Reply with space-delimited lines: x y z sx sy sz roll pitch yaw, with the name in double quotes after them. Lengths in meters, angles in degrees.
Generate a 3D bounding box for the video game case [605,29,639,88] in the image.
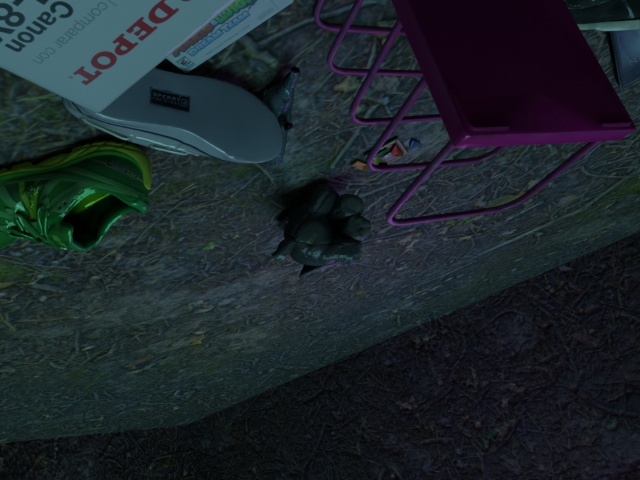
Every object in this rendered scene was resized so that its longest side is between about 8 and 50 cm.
0.549 -0.353 0.855 0.196 0.026 0.274 -29 154 24 "video game case"

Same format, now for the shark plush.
-0.047 -0.173 0.753 0.073 0.067 0.161 -2 152 -34 "shark plush"

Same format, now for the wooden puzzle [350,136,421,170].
0.119 -0.153 0.992 0.116 0.014 0.078 -29 155 23 "wooden puzzle"

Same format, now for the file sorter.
0.132 -0.183 0.589 0.202 0.290 0.182 -7 158 -25 "file sorter"

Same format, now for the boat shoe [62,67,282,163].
-0.175 -0.148 0.680 0.267 0.096 0.088 4 175 -38 "boat shoe"

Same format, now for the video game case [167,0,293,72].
-0.127 -0.254 0.574 0.157 0.019 0.143 -26 156 18 "video game case"

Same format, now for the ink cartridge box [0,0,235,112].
-0.198 -0.271 0.300 0.279 0.160 0.385 -28 155 22 "ink cartridge box"

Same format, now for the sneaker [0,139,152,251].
-0.367 -0.038 0.743 0.295 0.123 0.109 -21 157 7 "sneaker"

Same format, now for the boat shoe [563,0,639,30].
0.324 -0.317 0.729 0.233 0.084 0.079 -6 117 -11 "boat shoe"

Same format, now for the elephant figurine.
0.000 0.000 1.092 0.186 0.169 0.239 17 166 -8 "elephant figurine"
